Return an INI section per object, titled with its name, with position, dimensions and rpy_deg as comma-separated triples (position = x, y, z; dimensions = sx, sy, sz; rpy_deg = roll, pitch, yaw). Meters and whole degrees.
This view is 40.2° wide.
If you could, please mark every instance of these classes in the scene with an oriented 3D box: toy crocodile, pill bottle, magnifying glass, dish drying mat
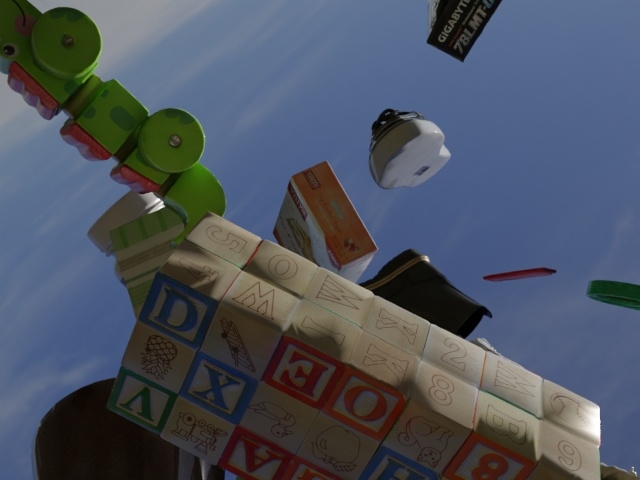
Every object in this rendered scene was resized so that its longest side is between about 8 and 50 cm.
[toy crocodile]
position = -0.225, -0.128, 0.882
dimensions = 0.105, 0.340, 0.115
rpy_deg = -52, -161, -17
[pill bottle]
position = -0.289, 0.063, 1.788
dimensions = 0.204, 0.361, 0.204
rpy_deg = -43, -177, 3
[magnifying glass]
position = 0.436, 0.085, 1.105
dimensions = 0.092, 0.231, 0.026
rpy_deg = -5, -107, 65
[dish drying mat]
position = 0.238, 0.041, 1.049
dimensions = 0.083, 0.032, 0.008
rpy_deg = -10, -105, 43

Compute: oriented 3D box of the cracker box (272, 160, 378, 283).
[cracker box]
position = 0.000, 0.000, 1.347
dimensions = 0.067, 0.155, 0.232
rpy_deg = -24, 165, -19

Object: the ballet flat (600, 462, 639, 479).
[ballet flat]
position = 0.259, 0.368, 0.778
dimensions = 0.147, 0.147, 0.409
rpy_deg = -26, -154, 27

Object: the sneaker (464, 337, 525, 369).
[sneaker]
position = 0.341, 0.237, 1.772
dimensions = 0.191, 0.071, 0.083
rpy_deg = 20, -134, 16

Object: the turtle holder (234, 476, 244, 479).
[turtle holder]
position = 0.004, 0.353, 1.156
dimensions = 0.320, 0.243, 0.227
rpy_deg = -43, 166, 8

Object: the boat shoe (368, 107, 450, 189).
[boat shoe]
position = 0.049, -0.060, 0.544
dimensions = 0.049, 0.040, 0.142
rpy_deg = -39, 171, 10

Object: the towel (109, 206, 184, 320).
[towel]
position = -0.200, 0.039, 1.115
dimensions = 0.113, 0.152, 0.023
rpy_deg = -21, 173, 18

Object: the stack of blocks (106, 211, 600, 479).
[stack of blocks]
position = 0.013, 0.128, 0.596
dimensions = 0.171, 0.297, 0.087
rpy_deg = -63, 179, 32

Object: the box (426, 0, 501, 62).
[box]
position = 0.257, -0.445, 1.281
dimensions = 0.293, 0.073, 0.295
rpy_deg = -56, -169, 32

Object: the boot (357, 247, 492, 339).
[boot]
position = 0.096, 0.107, 1.062
dimensions = 0.198, 0.077, 0.137
rpy_deg = -42, -126, -14

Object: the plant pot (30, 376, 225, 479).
[plant pot]
position = -0.192, 0.295, 0.892
dimensions = 0.215, 0.215, 0.230
rpy_deg = -35, -148, 9
